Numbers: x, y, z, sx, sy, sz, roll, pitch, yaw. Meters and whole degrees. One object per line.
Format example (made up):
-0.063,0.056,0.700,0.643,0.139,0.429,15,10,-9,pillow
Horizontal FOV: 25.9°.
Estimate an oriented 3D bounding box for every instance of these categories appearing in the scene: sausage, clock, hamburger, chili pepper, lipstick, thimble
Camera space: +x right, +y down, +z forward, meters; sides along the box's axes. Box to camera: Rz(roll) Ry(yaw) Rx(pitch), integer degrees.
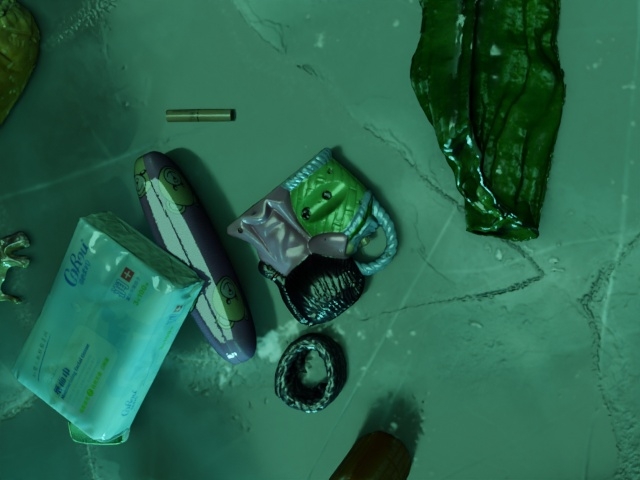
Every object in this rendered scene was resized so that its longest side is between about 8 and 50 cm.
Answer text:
0.053,0.328,1.813,0.093,0.312,0.093,1,96,11,sausage
0.000,0.000,1.896,0.194,0.100,0.195,-37,90,10,clock
-0.474,-0.235,1.934,0.208,0.155,0.135,-42,92,4,hamburger
0.208,-0.187,1.803,0.167,0.213,0.384,1,94,52,chili pepper
-0.169,-0.175,1.946,0.094,0.019,0.019,0,96,10,lipstick
-0.012,0.184,1.934,0.095,0.066,0.104,34,100,7,thimble

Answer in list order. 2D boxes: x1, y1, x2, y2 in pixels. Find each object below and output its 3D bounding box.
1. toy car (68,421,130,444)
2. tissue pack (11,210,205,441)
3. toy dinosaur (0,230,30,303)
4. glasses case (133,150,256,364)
-0.310,0.177,1.980,0.090,0.076,0.224,0,91,14,toy car
-0.291,0.117,1.865,0.177,0.089,0.263,34,110,15,tissue pack
-0.542,0.064,2.025,0.251,0.072,0.199,1,86,22,toy dinosaur
-0.171,0.023,1.914,0.076,0.123,0.316,-25,92,6,glasses case
